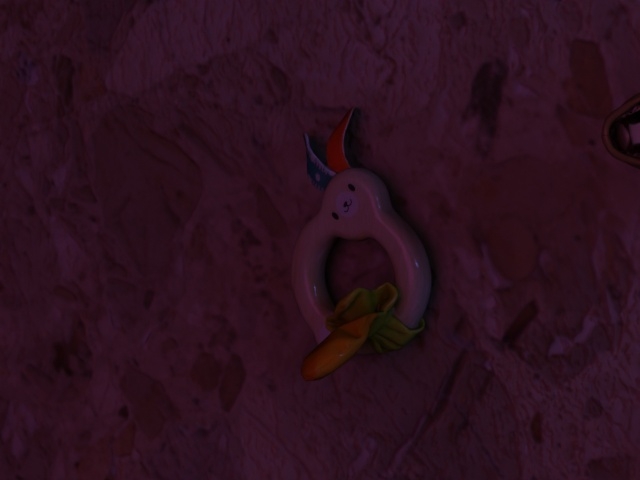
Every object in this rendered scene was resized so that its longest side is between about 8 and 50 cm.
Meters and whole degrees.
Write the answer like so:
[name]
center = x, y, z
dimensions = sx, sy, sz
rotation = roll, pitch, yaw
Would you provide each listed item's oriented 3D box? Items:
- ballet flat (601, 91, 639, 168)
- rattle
[ballet flat]
center = 0.309, -0.085, 1.420
dimensions = 0.232, 0.073, 0.080
rotation = -11, 87, 31
[rattle]
center = 0.000, 0.000, 1.577
dimensions = 0.130, 0.143, 0.200
rotation = -3, 98, 49
